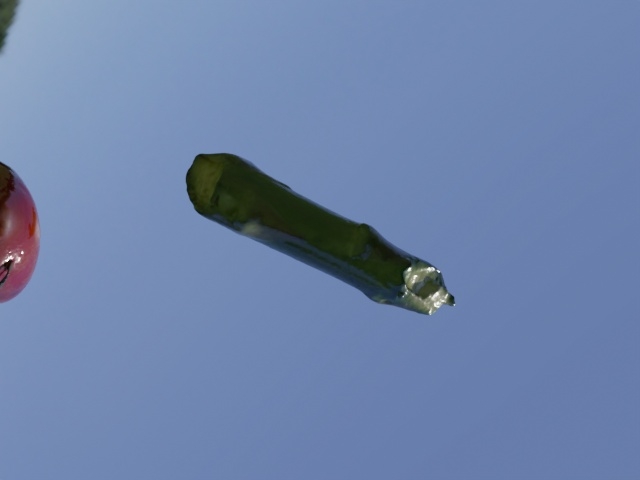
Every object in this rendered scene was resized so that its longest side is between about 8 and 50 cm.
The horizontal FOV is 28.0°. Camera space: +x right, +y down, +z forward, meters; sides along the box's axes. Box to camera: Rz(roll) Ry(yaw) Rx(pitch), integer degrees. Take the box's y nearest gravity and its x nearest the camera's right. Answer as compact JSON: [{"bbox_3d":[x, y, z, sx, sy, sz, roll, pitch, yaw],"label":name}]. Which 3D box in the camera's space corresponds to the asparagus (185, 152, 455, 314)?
[{"bbox_3d":[0.001,-0.002,1.441,0.082,0.343,0.085,-62,-179,-10],"label":"asparagus"}]

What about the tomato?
[{"bbox_3d":[-0.357,-0.007,1.226,0.187,0.187,0.151,-17,-104,54],"label":"tomato"}]
